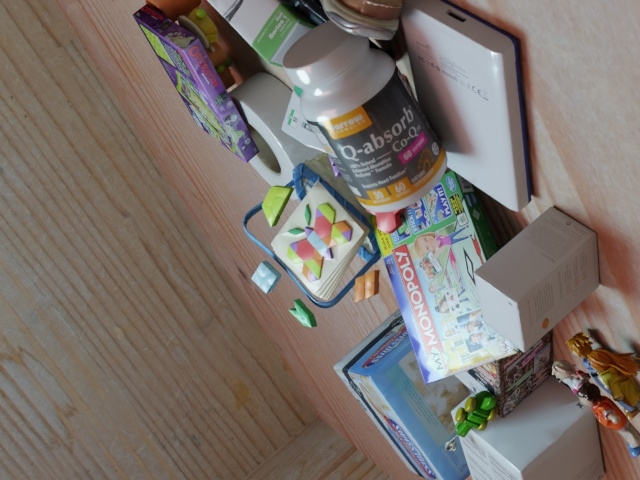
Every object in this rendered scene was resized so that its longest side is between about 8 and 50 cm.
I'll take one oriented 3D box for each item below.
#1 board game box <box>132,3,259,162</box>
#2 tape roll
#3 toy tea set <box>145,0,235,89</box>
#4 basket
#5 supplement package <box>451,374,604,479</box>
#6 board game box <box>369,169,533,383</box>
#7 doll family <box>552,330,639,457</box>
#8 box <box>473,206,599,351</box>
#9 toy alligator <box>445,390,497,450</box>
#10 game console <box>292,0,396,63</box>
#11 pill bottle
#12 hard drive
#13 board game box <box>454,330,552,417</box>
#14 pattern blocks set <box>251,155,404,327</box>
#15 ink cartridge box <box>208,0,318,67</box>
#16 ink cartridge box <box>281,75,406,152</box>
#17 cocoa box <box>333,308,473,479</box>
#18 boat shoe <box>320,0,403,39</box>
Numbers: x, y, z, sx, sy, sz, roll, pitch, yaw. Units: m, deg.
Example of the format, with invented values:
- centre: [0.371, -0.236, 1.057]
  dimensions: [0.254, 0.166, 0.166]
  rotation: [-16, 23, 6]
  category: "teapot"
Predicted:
- centre: [-0.263, -0.333, 2.108]
  dimensions: [0.208, 0.056, 0.347]
  rotation: [44, 168, 39]
  category: "board game box"
- centre: [-0.099, -0.233, 2.187]
  dimensions: [0.286, 0.100, 0.286]
  rotation: [47, 164, 17]
  category: "tape roll"
- centre: [-0.258, -0.458, 2.143]
  dimensions: [0.200, 0.124, 0.336]
  rotation: [40, 167, 15]
  category: "toy tea set"
- centre: [0.029, -0.039, 1.896]
  dimensions: [0.255, 0.289, 0.201]
  rotation: [46, 165, 20]
  category: "basket"
- centre: [0.417, 0.408, 1.957]
  dimensions: [0.198, 0.199, 0.263]
  rotation: [38, 159, 42]
  category: "supplement package"
- centre: [0.215, 0.064, 1.665]
  dimensions: [0.213, 0.046, 0.317]
  rotation: [-29, 75, 43]
  category: "board game box"
- centre: [0.474, 0.231, 1.618]
  dimensions: [0.163, 0.118, 0.263]
  rotation: [47, -177, -5]
  category: "doll family"
- centre: [0.329, 0.058, 1.479]
  dimensions: [0.091, 0.170, 0.130]
  rotation: [39, 159, 39]
  category: "box"
- centre: [0.282, 0.330, 1.841]
  dimensions: [0.056, 0.051, 0.190]
  rotation: [22, 136, -7]
  category: "toy alligator"
- centre: [-0.021, -0.394, 1.574]
  dimensions: [0.361, 0.044, 0.213]
  rotation: [39, -161, -2]
  category: "game console"
- centre: [0.067, -0.191, 1.496]
  dimensions: [0.278, 0.162, 0.162]
  rotation: [54, 165, -30]
  category: "pill bottle"
- centre: [0.217, -0.205, 1.452]
  dimensions: [0.210, 0.040, 0.319]
  rotation: [40, 161, 37]
  category: "hard drive"
- centre: [0.299, 0.152, 1.829]
  dimensions: [0.232, 0.141, 0.291]
  rotation: [41, 161, 34]
  category: "board game box"
- centre: [0.000, 0.000, 1.779]
  dimensions: [0.285, 0.026, 0.325]
  rotation: [34, 115, 27]
  category: "pattern blocks set"
- centre: [-0.079, -0.381, 1.653]
  dimensions: [0.219, 0.093, 0.160]
  rotation: [49, -157, 26]
  category: "ink cartridge box"
- centre: [0.033, -0.236, 1.695]
  dimensions: [0.224, 0.056, 0.181]
  rotation: [37, 115, 48]
  category: "ink cartridge box"
- centre: [0.245, 0.366, 2.294]
  dimensions: [0.347, 0.231, 0.228]
  rotation: [55, 164, -12]
  category: "cocoa box"
- centre: [0.030, -0.413, 1.428]
  dimensions: [0.324, 0.123, 0.116]
  rotation: [51, 133, 38]
  category: "boat shoe"
